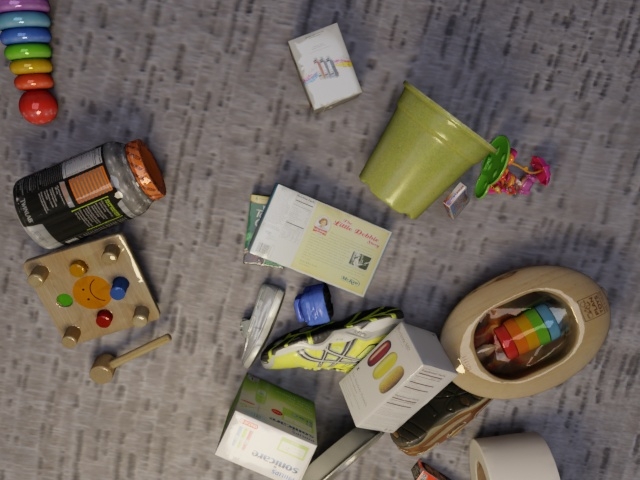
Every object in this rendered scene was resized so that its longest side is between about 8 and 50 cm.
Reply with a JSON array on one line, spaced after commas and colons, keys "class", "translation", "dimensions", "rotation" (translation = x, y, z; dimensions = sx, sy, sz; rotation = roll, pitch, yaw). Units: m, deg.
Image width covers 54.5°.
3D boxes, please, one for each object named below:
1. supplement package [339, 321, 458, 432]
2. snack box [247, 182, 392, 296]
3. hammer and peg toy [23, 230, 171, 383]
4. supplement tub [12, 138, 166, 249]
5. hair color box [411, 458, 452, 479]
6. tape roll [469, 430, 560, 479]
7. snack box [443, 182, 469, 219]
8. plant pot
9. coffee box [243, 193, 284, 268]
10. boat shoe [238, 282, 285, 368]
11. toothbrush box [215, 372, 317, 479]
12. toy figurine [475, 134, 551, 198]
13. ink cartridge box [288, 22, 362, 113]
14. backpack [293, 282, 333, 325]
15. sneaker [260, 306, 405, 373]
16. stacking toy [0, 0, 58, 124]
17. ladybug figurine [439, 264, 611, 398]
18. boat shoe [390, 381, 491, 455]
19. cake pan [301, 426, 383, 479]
[{"class": "supplement package", "translation": [0.186, 0.336, 1.516], "dimensions": [0.134, 0.139, 0.244], "rotation": [22, 119, -37]}, {"class": "snack box", "translation": [0.000, 0.000, 1.576], "dimensions": [0.322, 0.060, 0.187], "rotation": [23, 94, -14]}, {"class": "hammer and peg toy", "translation": [-0.540, 0.166, 1.565], "dimensions": [0.266, 0.127, 0.361], "rotation": [-18, 115, 1]}, {"class": "supplement tub", "translation": [-0.552, -0.118, 1.509], "dimensions": [0.316, 0.193, 0.193], "rotation": [-22, 96, 1]}, {"class": "hair color box", "translation": [0.317, 0.657, 1.677], "dimensions": [0.141, 0.072, 0.043], "rotation": [34, 95, -5]}, {"class": "tape roll", "translation": [0.495, 0.623, 1.592], "dimensions": [0.169, 0.246, 0.245], "rotation": [-8, 96, 0]}, {"class": "snack box", "translation": [0.339, -0.095, 1.544], "dimensions": [0.022, 0.178, 0.064], "rotation": [42, 94, 17]}, {"class": "plant pot", "translation": [0.237, -0.201, 1.505], "dimensions": [0.276, 0.276, 0.253], "rotation": [36, 106, -5]}, {"class": "coffee box", "translation": [-0.136, -0.025, 1.605], "dimensions": [0.113, 0.040, 0.184], "rotation": [9, 96, -3]}, {"class": "boat shoe", "translation": [-0.167, 0.219, 1.620], "dimensions": [0.081, 0.079, 0.227], "rotation": [23, 90, 5]}, {"class": "toothbrush box", "translation": [-0.126, 0.460, 1.538], "dimensions": [0.206, 0.283, 0.122], "rotation": [25, 95, -3]}, {"class": "toy figurine", "translation": [0.502, -0.164, 1.582], "dimensions": [0.159, 0.130, 0.173], "rotation": [14, 118, -12]}, {"class": "ink cartridge box", "translation": [0.011, -0.415, 1.523], "dimensions": [0.128, 0.128, 0.176], "rotation": [-20, 97, 1]}, {"class": "backpack", "translation": [-0.016, 0.171, 1.590], "dimensions": [0.101, 0.120, 0.097], "rotation": [-19, 97, 1]}, {"class": "sneaker", "translation": [0.038, 0.285, 1.594], "dimensions": [0.385, 0.145, 0.147], "rotation": [-13, 97, 2]}, {"class": "stacking toy", "translation": [-0.703, -0.449, 1.510], "dimensions": [0.141, 0.141, 0.329], "rotation": [-7, 103, -1]}, {"class": "ladybug figurine", "translation": [0.511, 0.226, 1.580], "dimensions": [0.450, 0.162, 0.304], "rotation": [-22, 87, 1]}, {"class": "boat shoe", "translation": [0.332, 0.454, 1.644], "dimensions": [0.324, 0.122, 0.119], "rotation": [-29, 129, -7]}, {"class": "cake pan", "translation": [0.036, 0.558, 1.569], "dimensions": [0.293, 0.293, 0.054], "rotation": [-42, 71, 3]}]
